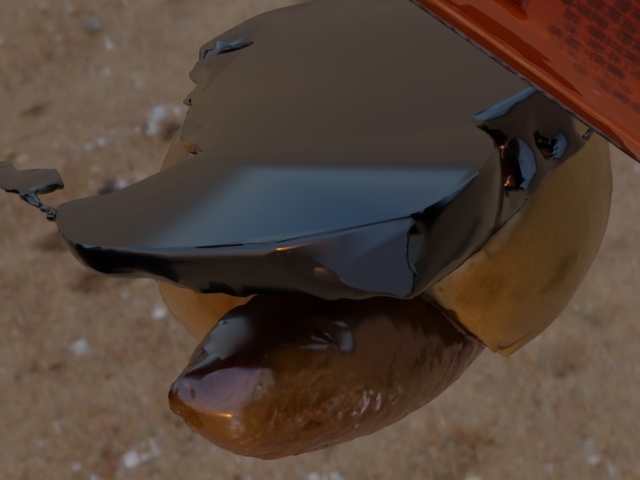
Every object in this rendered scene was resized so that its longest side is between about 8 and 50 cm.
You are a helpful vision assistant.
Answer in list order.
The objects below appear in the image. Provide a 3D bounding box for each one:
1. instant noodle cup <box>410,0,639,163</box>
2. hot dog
[{"bbox_3d":[0.133,-0.090,0.352,0.192,0.250,0.250,30,52,6],"label":"instant noodle cup"},{"bbox_3d":[0.006,-0.001,0.634,0.194,0.107,0.326,-6,18,23],"label":"hot dog"}]
